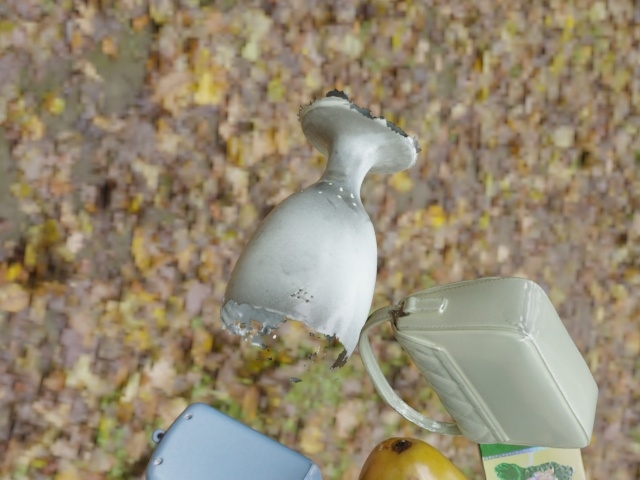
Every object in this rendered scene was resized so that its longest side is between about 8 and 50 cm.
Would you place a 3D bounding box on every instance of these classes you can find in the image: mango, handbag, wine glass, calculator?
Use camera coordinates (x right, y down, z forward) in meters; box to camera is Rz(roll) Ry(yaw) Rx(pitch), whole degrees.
[{"bbox_3d":[0.127,0.328,1.533,0.253,0.138,0.113,57,32,-10],"label":"mango"},{"bbox_3d":[0.151,0.131,1.419,0.256,0.219,0.079,56,39,-44],"label":"handbag"},{"bbox_3d":[0.000,-0.004,1.813,0.190,0.190,0.357,46,55,-47],"label":"wine glass"},{"bbox_3d":[-0.099,0.265,1.566,0.121,0.210,0.039,-57,166,-32],"label":"calculator"}]

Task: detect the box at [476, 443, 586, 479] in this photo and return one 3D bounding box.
[{"bbox_3d":[0.278,0.303,1.809,0.034,0.132,0.235,83,-3,-82],"label":"box"}]
